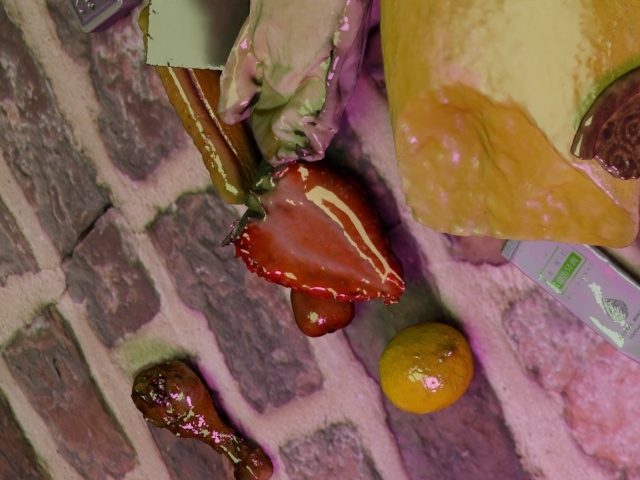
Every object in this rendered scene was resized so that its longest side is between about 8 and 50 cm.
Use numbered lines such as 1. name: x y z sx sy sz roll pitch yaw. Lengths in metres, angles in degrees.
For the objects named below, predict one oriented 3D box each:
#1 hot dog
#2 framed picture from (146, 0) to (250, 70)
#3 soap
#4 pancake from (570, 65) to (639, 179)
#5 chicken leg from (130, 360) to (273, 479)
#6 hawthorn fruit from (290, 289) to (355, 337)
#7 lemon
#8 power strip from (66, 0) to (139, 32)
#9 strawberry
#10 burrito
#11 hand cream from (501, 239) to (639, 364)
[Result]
1. hot dog: -0.156 -0.178 1.446 0.061 0.088 0.286 -24 88 45
2. framed picture: -0.148 -0.297 1.381 0.127 0.023 0.169 5 98 8
3. soap: 0.202 -0.197 1.162 0.306 0.115 0.427 5 106 34
4. pancake: 0.338 -0.088 1.096 0.190 0.020 0.184 -12 109 -5
5. chicken leg: -0.170 0.268 1.623 0.251 0.087 0.107 39 146 10
6. hawthorn fruit: -0.002 0.074 1.430 0.081 0.081 0.093 -29 78 38
7. lemon: 0.126 0.154 1.349 0.109 0.109 0.133 56 137 6
8. power strip: -0.304 -0.404 1.491 0.145 0.061 0.216 -27 91 31
9. strawberry: 0.011 -0.012 1.381 0.228 0.098 0.174 19 84 9
10. burrito: -0.013 -0.253 1.285 0.190 0.135 0.332 33 125 31
11. hand cream: 0.321 0.067 1.228 0.275 0.050 0.079 41 98 22
